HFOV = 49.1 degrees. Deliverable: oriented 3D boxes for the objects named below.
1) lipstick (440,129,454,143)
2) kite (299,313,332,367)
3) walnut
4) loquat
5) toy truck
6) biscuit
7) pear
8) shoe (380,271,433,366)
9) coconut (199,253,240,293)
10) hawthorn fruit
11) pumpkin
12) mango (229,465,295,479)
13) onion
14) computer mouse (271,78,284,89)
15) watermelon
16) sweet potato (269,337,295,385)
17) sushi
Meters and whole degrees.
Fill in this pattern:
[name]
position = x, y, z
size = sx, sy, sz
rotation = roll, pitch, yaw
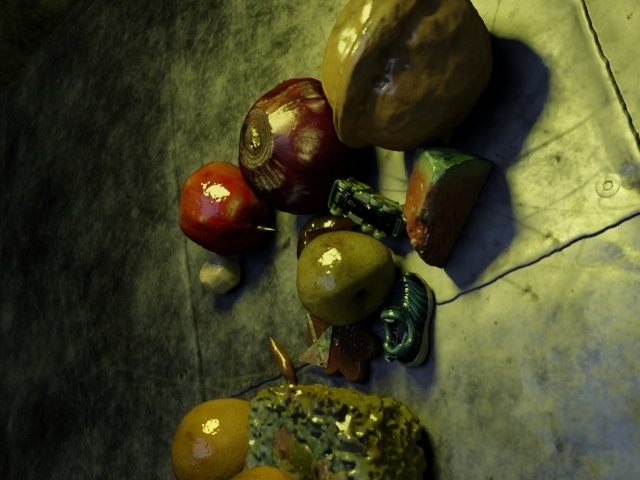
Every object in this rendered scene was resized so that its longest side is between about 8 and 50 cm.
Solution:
[lipstick]
position = 0.301, -0.264, 1.585
size = 0.019, 0.019, 0.094
rotation = 38, 104, 44
[kite]
position = -0.014, 0.247, 1.697
size = 0.137, 0.005, 0.153
rotation = -48, 46, 25
[walnut]
position = 0.183, -0.379, 1.511
size = 0.383, 0.383, 0.384
rotation = -16, 67, 41
[loquat]
position = -0.222, 0.515, 1.687
size = 0.274, 0.274, 0.275
rotation = -16, 67, 41
[toy truck]
position = 0.122, -0.078, 1.633
size = 0.191, 0.116, 0.085
rotation = 30, 117, 28
[biscuit]
position = 0.049, 0.231, 1.663
size = 0.236, 0.039, 0.180
rotation = 40, 108, 44
[pear]
position = 0.050, 0.075, 1.587
size = 0.228, 0.188, 0.211
rotation = -37, 47, -3
[shoe]
position = 0.181, 0.166, 1.508
size = 0.091, 0.106, 0.207
rotation = -10, 65, 41
[coconut]
position = -0.289, 0.097, 1.989
size = 0.124, 0.110, 0.110
rotation = -31, 57, 26
[hawthorn fruit]
position = -0.234, -0.078, 1.922
size = 0.300, 0.254, 0.254
rotation = 17, 89, 21
[pumpkin]
position = 0.000, 0.000, 1.724
size = 0.107, 0.119, 0.184
rotation = 35, 99, 32
[mango]
position = -0.130, 0.531, 1.356
size = 0.295, 0.120, 0.177
rotation = -24, 67, 45
[onion]
position = -0.038, -0.224, 1.713
size = 0.260, 0.281, 0.337
rotation = 33, 101, 49
[computer mouse]
position = -0.116, -0.332, 1.938
size = 0.167, 0.090, 0.379
rotation = 107, 175, -49
[watermelon]
position = 0.246, -0.067, 1.486
size = 0.139, 0.192, 0.257
rotation = 25, 109, 46
[sweet potato]
position = -0.090, 0.321, 1.768
size = 0.044, 0.044, 0.179
rotation = -41, 58, 28
[sushi]
position = 0.024, 0.488, 1.468
size = 0.396, 0.240, 0.352
rotation = -2, 77, 47
